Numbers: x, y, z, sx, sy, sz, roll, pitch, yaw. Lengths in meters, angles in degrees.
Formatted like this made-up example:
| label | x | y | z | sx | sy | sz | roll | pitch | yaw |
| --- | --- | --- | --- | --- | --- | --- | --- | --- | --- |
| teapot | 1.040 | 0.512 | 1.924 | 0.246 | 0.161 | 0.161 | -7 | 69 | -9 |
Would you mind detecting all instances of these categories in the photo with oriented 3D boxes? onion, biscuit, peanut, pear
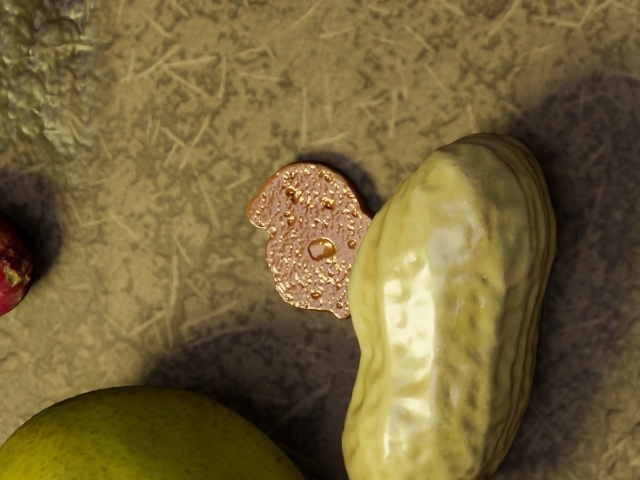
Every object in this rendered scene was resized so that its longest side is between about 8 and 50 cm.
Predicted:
| label | x | y | z | sx | sy | sz | roll | pitch | yaw |
| --- | --- | --- | --- | --- | --- | --- | --- | --- | --- |
| onion | -0.290 | 0.019 | 1.647 | 0.107 | 0.097 | 0.107 | 13 | 123 | 20 |
| biscuit | 0.000 | 0.000 | 1.572 | 0.102 | 0.019 | 0.130 | -29 | 87 | 21 |
| peanut | 0.091 | 0.072 | 1.484 | 0.152 | 0.152 | 0.313 | 11 | 105 | 19 |
| pear | -0.139 | 0.249 | 1.533 | 0.294 | 0.294 | 0.294 | 3 | 99 | 20 |
